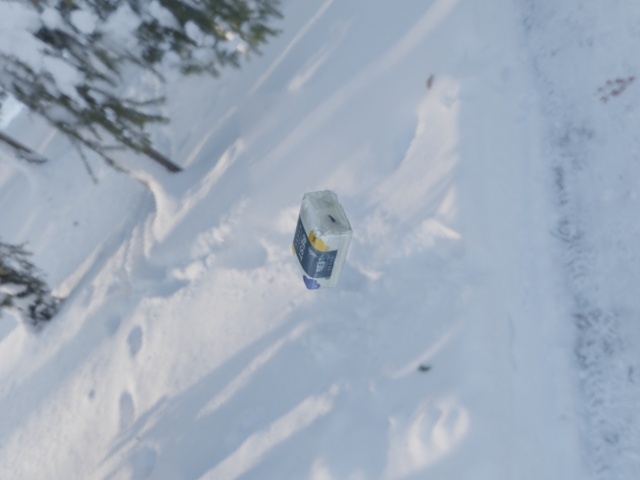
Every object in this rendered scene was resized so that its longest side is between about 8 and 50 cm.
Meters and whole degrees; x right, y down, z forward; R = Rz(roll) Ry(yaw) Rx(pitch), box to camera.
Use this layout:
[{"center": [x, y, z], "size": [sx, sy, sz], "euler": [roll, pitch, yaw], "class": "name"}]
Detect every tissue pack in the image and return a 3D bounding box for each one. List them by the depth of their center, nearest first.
[{"center": [0.000, 0.000, 0.777], "size": [0.083, 0.042, 0.062], "euler": [106, 152, -47], "class": "tissue pack"}]
